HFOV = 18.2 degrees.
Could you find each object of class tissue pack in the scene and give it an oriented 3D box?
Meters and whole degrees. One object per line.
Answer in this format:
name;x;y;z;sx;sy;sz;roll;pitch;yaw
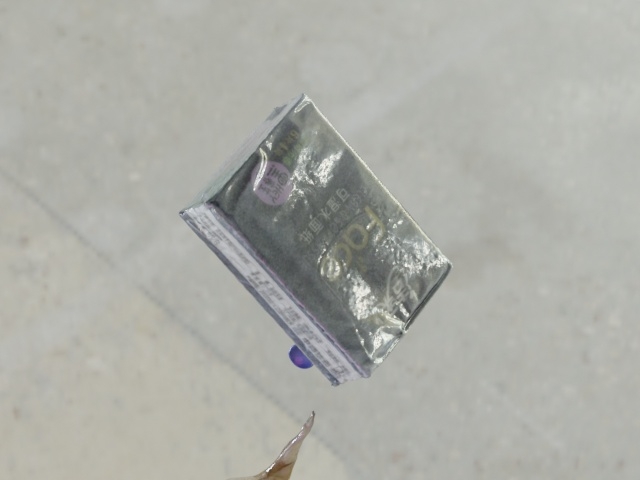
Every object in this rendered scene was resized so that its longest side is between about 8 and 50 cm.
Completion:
tissue pack;0.000;0.000;1.269;0.156;0.051;0.112;49;57;-14

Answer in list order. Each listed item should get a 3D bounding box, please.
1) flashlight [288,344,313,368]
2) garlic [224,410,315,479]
flashlight;0.016;0.044;1.359;0.057;0.121;0.035;13;29;-3
garlic;-0.063;0.205;1.208;0.090;0.128;0.198;35;58;-9
